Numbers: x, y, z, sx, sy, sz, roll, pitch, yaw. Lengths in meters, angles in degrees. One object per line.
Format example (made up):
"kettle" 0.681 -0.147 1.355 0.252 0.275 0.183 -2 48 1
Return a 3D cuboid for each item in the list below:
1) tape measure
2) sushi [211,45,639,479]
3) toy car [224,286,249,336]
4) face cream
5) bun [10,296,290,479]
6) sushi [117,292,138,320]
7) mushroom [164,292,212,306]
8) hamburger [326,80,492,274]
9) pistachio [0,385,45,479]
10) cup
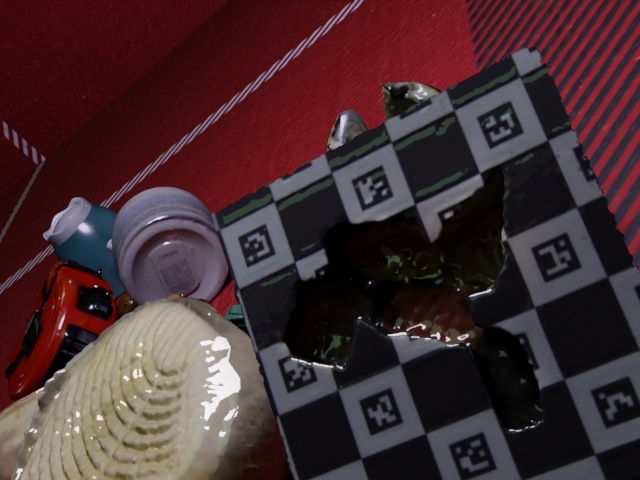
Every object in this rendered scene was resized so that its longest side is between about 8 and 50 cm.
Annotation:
"tape measure" -0.439 0.169 1.742 0.253 0.114 0.260 -64 23 0
"sushi" 0.106 0.068 0.891 0.343 0.064 0.359 -26 71 20
"toy car" 0.000 0.000 1.367 0.141 0.097 0.320 -13 39 51
"face cream" -0.243 0.017 1.646 0.177 0.177 0.153 -44 25 4
"bun" -0.164 0.244 1.118 0.364 0.202 0.364 -29 37 25
"sushi" -0.330 0.124 1.762 0.118 0.061 0.060 -47 35 0
"mushroom" -0.209 0.137 1.508 0.127 0.087 0.127 -40 20 18
"hamburger" 0.125 -0.011 1.042 0.168 0.288 0.192 -32 -29 -38
"pistachio" -0.391 0.282 1.502 0.229 0.157 0.157 -37 22 -9
"cup" -0.437 0.009 1.986 0.167 0.173 0.300 -55 25 -18
